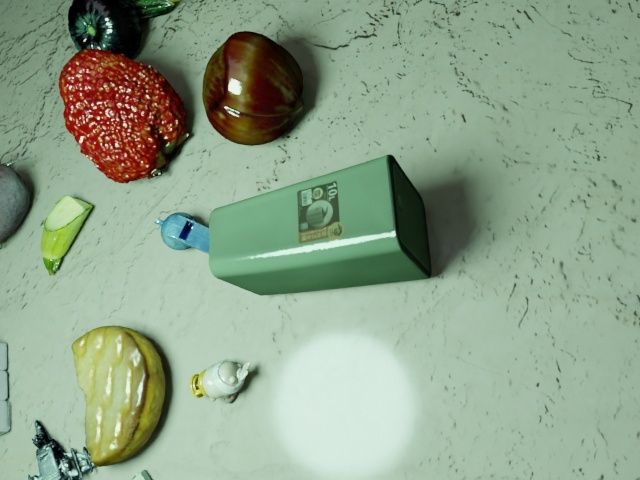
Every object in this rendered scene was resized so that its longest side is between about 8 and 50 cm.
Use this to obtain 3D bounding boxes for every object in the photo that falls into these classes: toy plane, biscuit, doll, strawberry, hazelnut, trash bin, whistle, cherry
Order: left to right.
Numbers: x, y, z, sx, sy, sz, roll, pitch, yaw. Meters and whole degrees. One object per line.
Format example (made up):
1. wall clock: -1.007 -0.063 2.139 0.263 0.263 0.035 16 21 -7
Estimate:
1. cherry: -0.858 -0.103 1.363 0.213 0.183 0.266 2 70 32
2. toy plane: -0.559 0.456 1.104 0.169 0.078 0.246 -32 55 -20
3. biscuit: -0.407 0.303 1.083 0.213 0.091 0.274 -23 63 18
4. strawberry: -0.454 -0.283 1.221 0.260 0.258 0.261 -8 62 16
5. whistle: -0.286 -0.012 1.154 0.157 0.090 0.090 25 82 -11
6. doll: -0.181 0.272 1.014 0.127 0.073 0.084 -19 99 21
7. hazelnut: -0.139 -0.312 1.126 0.229 0.229 0.230 -8 70 21
8. trash bin: 0.000 0.000 0.938 0.343 0.223 0.159 -13 68 21

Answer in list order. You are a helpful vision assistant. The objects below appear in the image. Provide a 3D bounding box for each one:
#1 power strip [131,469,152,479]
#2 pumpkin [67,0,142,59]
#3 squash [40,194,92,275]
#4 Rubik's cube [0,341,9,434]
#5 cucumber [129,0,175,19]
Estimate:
1. power strip: -0.288 0.534 0.988 0.252 0.027 0.060 38 90 29
2. pumpkin: -0.565 -0.559 1.402 0.201 0.140 0.202 8 117 16
3. squash: -0.637 -0.013 1.299 0.090 0.075 0.200 21 82 2
4. Rubik's cube: -0.872 0.349 1.194 0.230 0.221 0.225 -23 65 15
5. cucumber: -0.505 -0.638 1.460 0.265 0.077 0.077 -4 71 20
